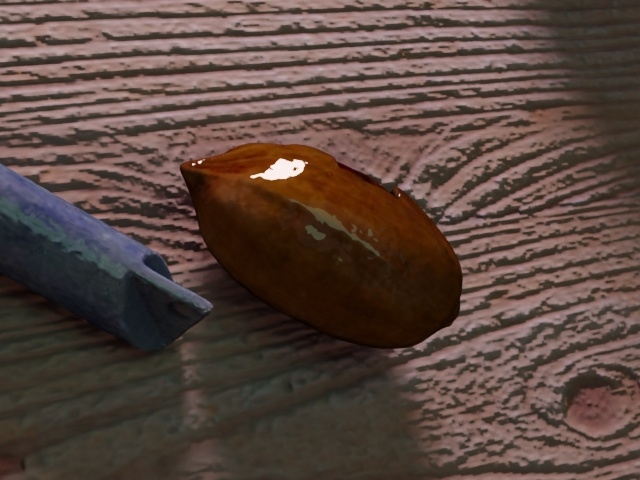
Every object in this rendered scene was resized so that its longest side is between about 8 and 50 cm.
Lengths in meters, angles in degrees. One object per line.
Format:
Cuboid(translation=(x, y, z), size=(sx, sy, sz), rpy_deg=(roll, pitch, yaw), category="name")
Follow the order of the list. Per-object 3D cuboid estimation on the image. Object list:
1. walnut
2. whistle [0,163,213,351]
Cuboid(translation=(0.000, 0.000, 1.026), size=(0.207, 0.116, 0.116), rpy_deg=(26, 57, -10), category="walnut")
Cuboid(translation=(-0.205, -0.021, 0.935), size=(0.304, 0.062, 0.062), rpy_deg=(31, 55, -16), category="whistle")
